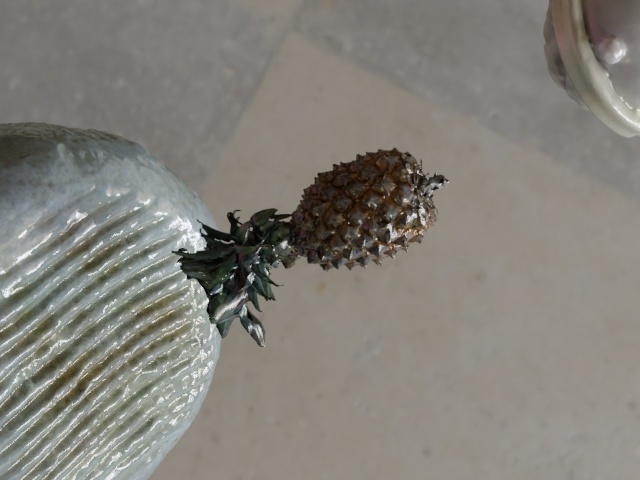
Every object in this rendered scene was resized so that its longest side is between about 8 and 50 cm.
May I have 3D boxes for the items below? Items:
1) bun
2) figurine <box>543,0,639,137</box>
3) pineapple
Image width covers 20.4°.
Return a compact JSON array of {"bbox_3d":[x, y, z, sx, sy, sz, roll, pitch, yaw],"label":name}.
[{"bbox_3d":[-0.249,0.069,1.524,0.362,0.361,0.211,-15,22,-39],"label":"bun"},{"bbox_3d":[0.240,-0.164,1.375,0.237,0.141,0.162,-41,107,-51],"label":"figurine"},{"bbox_3d":[-0.001,0.000,1.368,0.103,0.221,0.083,55,16,-39],"label":"pineapple"}]
